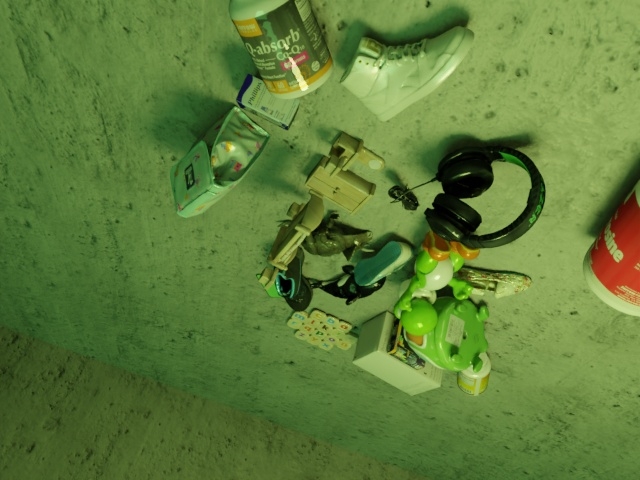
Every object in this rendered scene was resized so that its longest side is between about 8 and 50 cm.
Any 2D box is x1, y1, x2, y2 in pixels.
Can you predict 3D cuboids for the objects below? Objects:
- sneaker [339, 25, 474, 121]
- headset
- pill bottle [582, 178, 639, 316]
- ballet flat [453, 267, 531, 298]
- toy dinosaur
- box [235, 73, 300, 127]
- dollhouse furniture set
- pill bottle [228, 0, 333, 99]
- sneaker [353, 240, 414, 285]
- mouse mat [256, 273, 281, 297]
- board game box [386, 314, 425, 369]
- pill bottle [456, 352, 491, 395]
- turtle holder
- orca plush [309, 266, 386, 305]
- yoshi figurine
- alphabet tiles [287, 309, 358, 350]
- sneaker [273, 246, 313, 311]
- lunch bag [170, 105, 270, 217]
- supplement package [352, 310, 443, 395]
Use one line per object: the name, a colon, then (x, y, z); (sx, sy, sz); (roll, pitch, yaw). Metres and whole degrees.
sneaker: (0.162, -0.378, 1.109); (0.169, 0.108, 0.293); (33, 143, -22)
headset: (0.348, -0.099, 1.296); (0.395, 0.243, 0.185); (9, 164, 39)
pill bottle: (0.775, -0.024, 1.166); (0.229, 0.228, 0.407); (14, 142, 8)
ballet flat: (0.516, 0.138, 1.616); (0.241, 0.077, 0.091); (6, 140, 18)
toy dinosaur: (0.000, 0.000, 1.649); (0.314, 0.121, 0.160); (-1, 132, 22)
box: (-0.125, -0.331, 1.277); (0.137, 0.072, 0.126); (26, -176, -6)
dollhouse furniture set: (0.020, -0.046, 1.384); (0.174, 0.355, 0.303); (29, 142, -12)
pill bottle: (-0.091, -0.449, 1.093); (0.162, 0.162, 0.278); (-3, 138, 28)
sneaker: (0.197, 0.080, 1.663); (0.092, 0.087, 0.229); (5, 150, -42)
mouse mat: (-0.141, 0.178, 2.029); (0.190, 0.007, 0.152); (1, 139, 25)
board game box: (0.321, 0.359, 1.904); (0.141, 0.170, 0.048); (30, 141, -14)
pill bottle: (0.579, 0.491, 1.993); (0.118, 0.117, 0.214); (7, 141, 17)
turtle holder: (0.429, 0.300, 1.766); (0.228, 0.321, 0.243); (-2, 96, 47)
orca plush: (0.089, 0.171, 1.832); (0.288, 0.102, 0.151); (-1, 138, 26)
yoshi figurine: (0.327, 0.147, 1.554); (0.204, 0.203, 0.362); (32, 132, 13)
alphabet tiles: (0.007, 0.372, 2.190); (0.284, 0.021, 0.278); (25, 143, -5)
sneaker: (-0.113, 0.163, 1.878); (0.125, 0.139, 0.340); (6, 139, 16)
lunch bag: (-0.285, -0.196, 1.416); (0.160, 0.262, 0.223); (39, 140, -23)
supplement package: (0.300, 0.431, 1.998); (0.293, 0.177, 0.175); (31, 142, -15)
